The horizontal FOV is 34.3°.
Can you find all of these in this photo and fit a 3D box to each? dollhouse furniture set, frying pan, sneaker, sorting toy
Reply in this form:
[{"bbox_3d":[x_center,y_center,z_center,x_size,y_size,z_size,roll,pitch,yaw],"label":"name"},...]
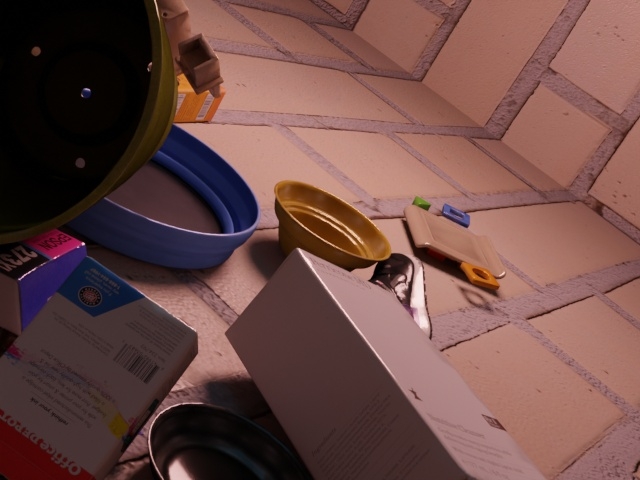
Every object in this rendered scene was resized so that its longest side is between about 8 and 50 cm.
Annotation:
[{"bbox_3d":[-0.388,-0.292,1.751,0.303,0.355,0.174,56,-14,17],"label":"dollhouse furniture set"},{"bbox_3d":[-0.090,0.273,1.009,0.197,0.053,0.326,26,23,-16],"label":"frying pan"},{"bbox_3d":[0.091,0.085,1.610,0.124,0.107,0.283,20,23,-12],"label":"sneaker"},{"bbox_3d":[0.262,0.012,2.080,0.196,0.047,0.347,21,23,-15],"label":"sorting toy"}]

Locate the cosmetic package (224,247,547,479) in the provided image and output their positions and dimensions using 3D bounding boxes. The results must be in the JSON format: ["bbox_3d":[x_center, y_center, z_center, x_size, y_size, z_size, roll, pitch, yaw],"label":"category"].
[{"bbox_3d":[0.074,0.202,1.211,0.217,0.156,0.385,26,20,-47],"label":"cosmetic package"}]

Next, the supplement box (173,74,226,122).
[{"bbox_3d":[-0.277,-0.269,1.924,0.078,0.080,0.233,38,20,19],"label":"supplement box"}]

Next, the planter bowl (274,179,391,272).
[{"bbox_3d":[0.000,0.000,1.683,0.217,0.090,0.217,27,21,-11],"label":"planter bowl"}]

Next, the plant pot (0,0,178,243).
[{"bbox_3d":[-0.314,-0.185,1.166,0.366,0.366,0.353,33,5,3],"label":"plant pot"}]

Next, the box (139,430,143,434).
[{"bbox_3d":[-0.240,0.163,1.038,0.136,0.028,0.081,36,-8,7],"label":"box"}]

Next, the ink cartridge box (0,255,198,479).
[{"bbox_3d":[-0.232,0.148,0.956,0.134,0.231,0.078,34,-21,6],"label":"ink cartridge box"}]

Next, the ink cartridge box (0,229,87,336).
[{"bbox_3d":[-0.387,0.003,1.125,0.371,0.069,0.176,28,15,3],"label":"ink cartridge box"}]

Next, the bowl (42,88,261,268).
[{"bbox_3d":[-0.278,-0.095,1.535,0.391,0.077,0.391,27,21,-12],"label":"bowl"}]

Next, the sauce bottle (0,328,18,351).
[{"bbox_3d":[-0.278,0.118,1.114,0.128,0.042,0.042,23,22,-25],"label":"sauce bottle"}]
